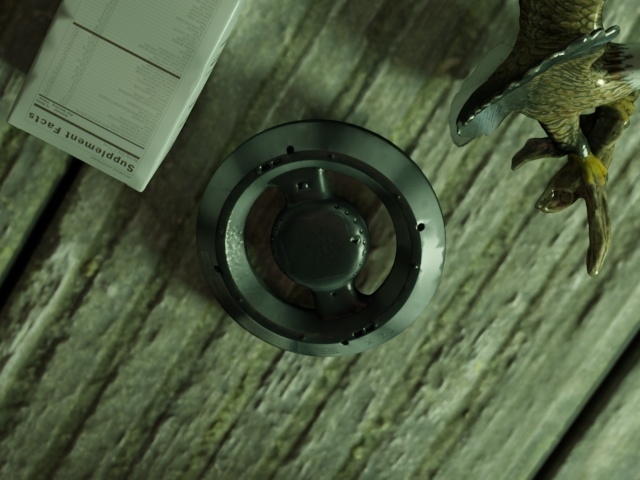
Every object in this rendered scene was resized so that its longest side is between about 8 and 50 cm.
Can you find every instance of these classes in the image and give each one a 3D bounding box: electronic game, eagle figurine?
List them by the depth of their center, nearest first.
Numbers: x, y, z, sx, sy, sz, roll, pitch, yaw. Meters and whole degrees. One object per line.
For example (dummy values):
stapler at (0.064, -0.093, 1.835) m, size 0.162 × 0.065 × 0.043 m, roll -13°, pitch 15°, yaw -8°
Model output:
eagle figurine at (0.201, -0.155, 1.487) m, size 0.225 × 0.226 × 0.298 m, roll -31°, pitch 144°, yaw 1°
electronic game at (0.000, 0.000, 1.680) m, size 0.229 × 0.048 × 0.229 m, roll 2°, pitch 111°, yaw 6°

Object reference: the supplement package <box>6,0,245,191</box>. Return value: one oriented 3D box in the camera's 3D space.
supplement package at (-0.149, -0.190, 1.587) m, size 0.139 × 0.134 × 0.244 m, roll 28°, pitch 109°, yaw -3°
